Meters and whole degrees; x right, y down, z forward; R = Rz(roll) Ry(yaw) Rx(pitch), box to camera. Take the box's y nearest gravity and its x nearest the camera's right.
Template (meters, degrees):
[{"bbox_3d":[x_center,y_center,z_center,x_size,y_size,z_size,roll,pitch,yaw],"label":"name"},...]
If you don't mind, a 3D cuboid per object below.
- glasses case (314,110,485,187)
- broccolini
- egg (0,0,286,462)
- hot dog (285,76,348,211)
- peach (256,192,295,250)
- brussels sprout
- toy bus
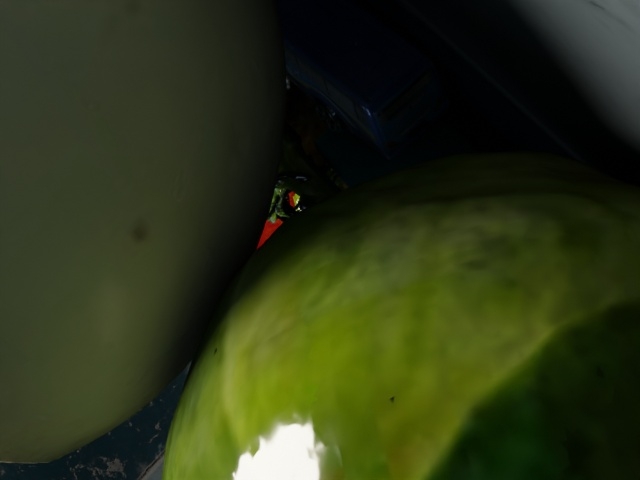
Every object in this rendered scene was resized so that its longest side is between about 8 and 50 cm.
[{"bbox_3d":[0.123,0.047,0.611,0.301,0.070,0.117,50,-172,26],"label":"glasses case"},{"bbox_3d":[0.005,0.005,0.630,0.271,0.062,0.123,48,177,27],"label":"broccolini"},{"bbox_3d":[-0.153,-0.074,0.448,0.283,0.283,0.345,43,155,29],"label":"egg"},{"bbox_3d":[0.023,-0.051,0.830,0.135,0.100,0.337,43,-178,19],"label":"hot dog"},{"bbox_3d":[-0.049,-0.078,1.073,0.197,0.197,0.197,42,-178,-1],"label":"peach"},{"bbox_3d":[0.086,0.087,0.423,0.271,0.219,0.210,22,-159,-8],"label":"brussels sprout"},{"bbox_3d":[-0.004,-0.104,0.608,0.153,0.051,0.061,43,169,28],"label":"toy bus"}]
